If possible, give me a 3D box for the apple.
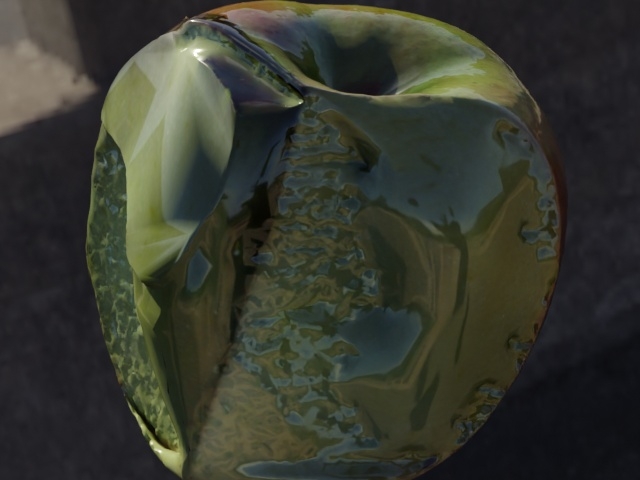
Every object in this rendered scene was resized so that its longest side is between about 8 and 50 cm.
[{"bbox_3d":[0.000,0.000,0.822,0.207,0.188,0.174,15,24,12],"label":"apple"}]
